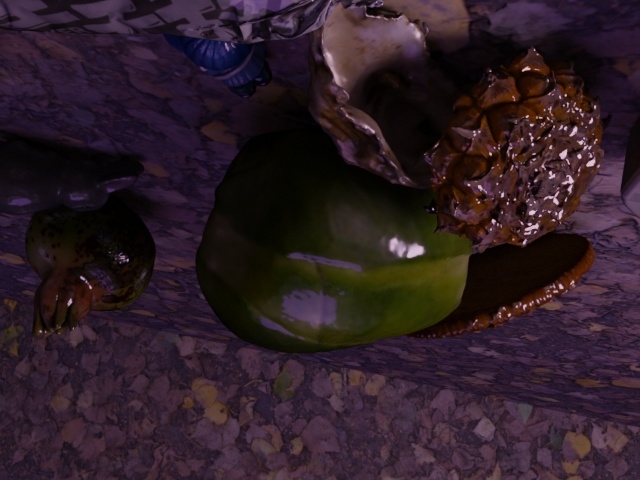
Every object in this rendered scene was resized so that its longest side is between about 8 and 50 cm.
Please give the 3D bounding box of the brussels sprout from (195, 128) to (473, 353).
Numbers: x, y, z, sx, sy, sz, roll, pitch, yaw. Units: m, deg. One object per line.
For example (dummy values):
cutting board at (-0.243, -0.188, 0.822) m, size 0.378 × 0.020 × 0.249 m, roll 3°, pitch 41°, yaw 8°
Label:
brussels sprout at (0.000, 0.000, 1.069) m, size 0.315 × 0.275 × 0.371 m, roll -2°, pitch 179°, yaw -21°

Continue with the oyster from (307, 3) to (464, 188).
oyster at (0.081, -0.126, 0.856) m, size 0.110 × 0.166 × 0.341 m, roll -5°, pitch 168°, yaw 36°

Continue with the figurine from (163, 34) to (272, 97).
figurine at (-0.096, -0.191, 0.854) m, size 0.086 × 0.087 × 0.149 m, roll -30°, pitch 156°, yaw 4°

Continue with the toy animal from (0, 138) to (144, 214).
toy animal at (-0.395, -0.082, 1.302) m, size 0.237 × 0.138 × 0.108 m, roll 13°, pitch 129°, yaw 5°

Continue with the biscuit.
biscuit at (0.240, 0.065, 1.197) m, size 0.305 × 0.038 × 0.305 m, roll -22°, pitch -170°, yaw 4°

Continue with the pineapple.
pineapple at (0.197, -0.075, 0.811) m, size 0.225 × 0.224 × 0.076 m, roll 27°, pitch -172°, yaw -41°

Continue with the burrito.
burrito at (-0.163, -0.232, 0.722) m, size 0.446 × 0.101 × 0.139 m, roll 8°, pitch 151°, yaw 19°

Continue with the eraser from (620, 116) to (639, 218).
eraser at (0.348, -0.113, 0.797) m, size 0.061 × 0.089 × 0.352 m, roll 13°, pitch 164°, yaw 6°

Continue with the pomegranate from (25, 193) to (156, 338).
pomegranate at (-0.412, 0.052, 1.469) m, size 0.222 × 0.276 × 0.204 m, roll 20°, pitch 165°, yaw -3°
